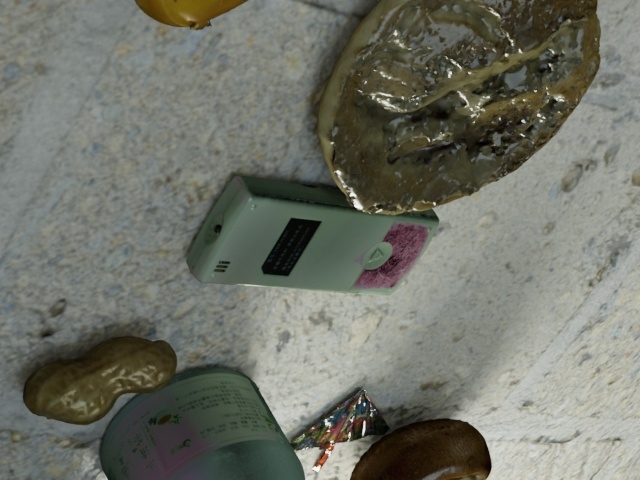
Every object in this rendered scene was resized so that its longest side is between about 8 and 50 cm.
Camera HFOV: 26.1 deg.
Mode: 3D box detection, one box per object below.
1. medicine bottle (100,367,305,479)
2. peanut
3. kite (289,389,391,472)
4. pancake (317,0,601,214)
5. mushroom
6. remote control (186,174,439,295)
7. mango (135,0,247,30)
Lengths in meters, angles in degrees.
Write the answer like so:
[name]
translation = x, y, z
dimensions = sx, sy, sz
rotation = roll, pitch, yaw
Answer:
[medicine bottle]
translation = -0.128, 0.349, 1.818
dimensions = 0.245, 0.290, 0.245
rotation = -21, 141, -19
[peanut]
translation = -0.266, 0.170, 1.682
dimensions = 0.192, 0.089, 0.089
rotation = -22, 141, -15
[kite]
translation = 0.023, 0.293, 2.111
dimensions = 0.232, 0.009, 0.189
rotation = -3, 133, -36
[pancake]
translation = 0.167, -0.186, 1.652
dimensions = 0.386, 0.082, 0.387
rotation = -19, 141, -16
[mushroom]
translation = 0.154, 0.382, 2.192
dimensions = 0.253, 0.153, 0.253
rotation = -23, 144, -19
[remote control]
translation = 0.000, -0.001, 1.744
dimensions = 0.344, 0.050, 0.145
rotation = 7, 126, -43
[mango]
translation = -0.113, -0.265, 1.361
dimensions = 0.187, 0.066, 0.101
rotation = -18, 132, -31
